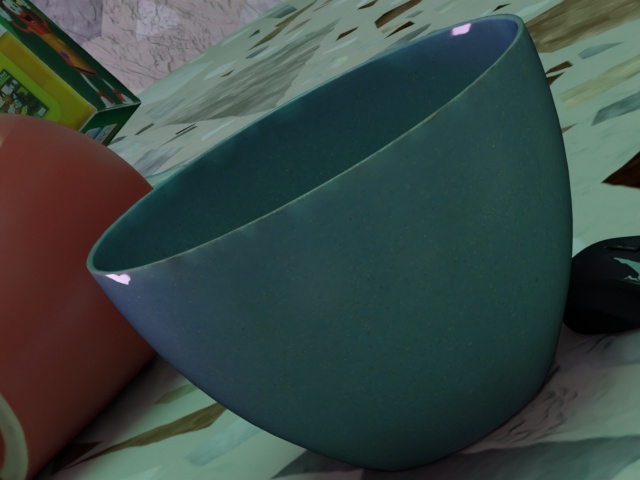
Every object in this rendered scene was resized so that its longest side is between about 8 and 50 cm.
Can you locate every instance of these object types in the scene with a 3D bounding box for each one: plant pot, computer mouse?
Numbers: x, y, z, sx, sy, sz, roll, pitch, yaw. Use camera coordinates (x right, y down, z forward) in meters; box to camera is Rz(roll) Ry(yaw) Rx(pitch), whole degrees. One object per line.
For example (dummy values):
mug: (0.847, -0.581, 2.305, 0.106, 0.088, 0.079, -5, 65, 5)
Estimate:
plant pot: (-0.276, 0.070, 1.334, 0.275, 0.275, 0.243, -20, 27, 35)
computer mouse: (0.228, 0.010, 0.933, 0.242, 0.041, 0.071, -15, 19, 44)
plant pot: (0.035, 0.021, 0.960, 0.290, 0.195, 0.290, -28, 13, 7)

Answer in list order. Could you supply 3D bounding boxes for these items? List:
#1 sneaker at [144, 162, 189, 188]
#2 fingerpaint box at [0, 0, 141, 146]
sneaker: (-0.238, 0.024, 1.660, 0.319, 0.127, 0.208, -21, 15, 34)
fingerpaint box: (-0.486, -0.105, 1.788, 0.445, 0.371, 0.163, -50, -4, 15)
